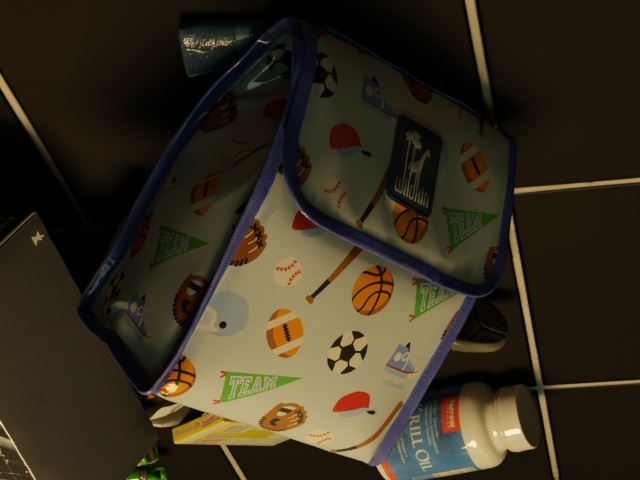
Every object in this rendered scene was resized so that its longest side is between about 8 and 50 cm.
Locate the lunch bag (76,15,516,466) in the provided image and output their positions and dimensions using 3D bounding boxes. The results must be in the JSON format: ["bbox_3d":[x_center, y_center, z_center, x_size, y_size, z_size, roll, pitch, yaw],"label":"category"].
[{"bbox_3d":[0.000,0.000,1.527,0.327,0.239,0.385,25,98,-39],"label":"lunch bag"}]

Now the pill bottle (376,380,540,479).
[{"bbox_3d":[0.189,0.266,2.119,0.221,0.124,0.124,-16,144,25],"label":"pill bottle"}]

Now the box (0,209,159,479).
[{"bbox_3d":[-0.410,0.146,1.729,0.312,0.179,0.343,1,128,37],"label":"box"}]

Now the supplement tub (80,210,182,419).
[{"bbox_3d":[-0.197,0.093,1.804,0.193,0.194,0.316,14,146,-18],"label":"supplement tub"}]

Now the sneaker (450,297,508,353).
[{"bbox_3d":[0.121,0.114,1.922,0.227,0.087,0.130,6,150,0],"label":"sneaker"}]

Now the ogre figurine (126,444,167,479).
[{"bbox_3d":[-0.324,0.325,2.271,0.118,0.097,0.197,-20,157,15],"label":"ogre figurine"}]

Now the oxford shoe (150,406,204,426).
[{"bbox_3d":[-0.263,0.228,2.158,0.212,0.076,0.076,-2,178,1],"label":"oxford shoe"}]

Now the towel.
[{"bbox_3d":[-0.081,-0.192,1.498,0.119,0.029,0.067,0,147,4],"label":"towel"}]

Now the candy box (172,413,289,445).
[{"bbox_3d":[-0.104,0.270,2.176,0.105,0.027,0.206,-24,158,37],"label":"candy box"}]
